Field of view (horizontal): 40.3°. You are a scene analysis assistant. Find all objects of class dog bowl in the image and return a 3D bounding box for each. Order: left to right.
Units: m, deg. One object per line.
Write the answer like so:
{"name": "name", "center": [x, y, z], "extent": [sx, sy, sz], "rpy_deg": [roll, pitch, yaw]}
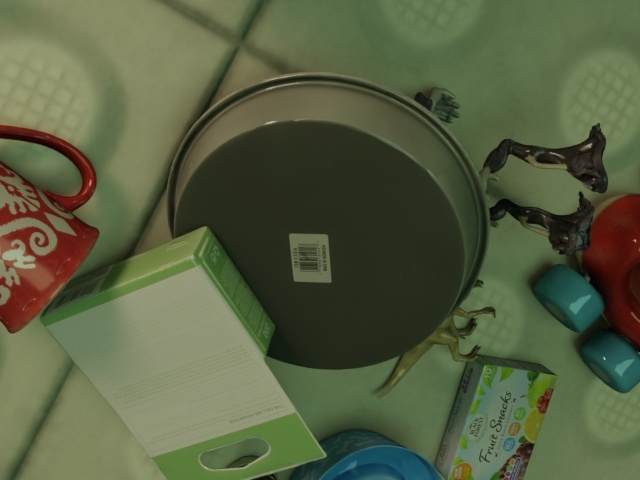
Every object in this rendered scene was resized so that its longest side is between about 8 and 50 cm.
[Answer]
{"name": "dog bowl", "center": [0.007, 0.332, 0.928], "extent": [0.165, 0.074, 0.297], "rpy_deg": [32, 93, -24]}

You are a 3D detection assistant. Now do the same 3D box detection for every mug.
{"name": "mug", "center": [-0.279, -0.030, 0.721], "extent": [0.169, 0.150, 0.113], "rpy_deg": [42, 125, -21]}

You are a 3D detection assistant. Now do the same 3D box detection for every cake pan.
{"name": "cake pan", "center": [0.000, 0.000, 0.763], "extent": [0.293, 0.054, 0.293], "rpy_deg": [5, 122, 8]}

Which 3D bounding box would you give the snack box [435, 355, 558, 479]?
{"name": "snack box", "center": [0.197, 0.204, 0.978], "extent": [0.100, 0.037, 0.141], "rpy_deg": [11, 101, -21]}

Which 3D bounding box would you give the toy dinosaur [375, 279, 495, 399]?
{"name": "toy dinosaur", "center": [0.124, 0.092, 0.922], "extent": [0.092, 0.053, 0.183], "rpy_deg": [18, 111, -12]}

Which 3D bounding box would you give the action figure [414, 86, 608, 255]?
{"name": "action figure", "center": [0.120, -0.051, 0.828], "extent": [0.275, 0.141, 0.164], "rpy_deg": [3, 115, 7]}

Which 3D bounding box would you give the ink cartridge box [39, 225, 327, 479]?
{"name": "ink cartridge box", "center": [-0.116, 0.119, 0.791], "extent": [0.171, 0.056, 0.235], "rpy_deg": [-21, 117, 21]}

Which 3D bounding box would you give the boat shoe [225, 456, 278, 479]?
{"name": "boat shoe", "center": [-0.123, 0.327, 0.879], "extent": [0.084, 0.079, 0.233], "rpy_deg": [40, 91, -26]}

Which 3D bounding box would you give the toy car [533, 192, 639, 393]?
{"name": "toy car", "center": [0.391, 0.061, 0.896], "extent": [0.219, 0.238, 0.210], "rpy_deg": [-42, 114, -4]}
